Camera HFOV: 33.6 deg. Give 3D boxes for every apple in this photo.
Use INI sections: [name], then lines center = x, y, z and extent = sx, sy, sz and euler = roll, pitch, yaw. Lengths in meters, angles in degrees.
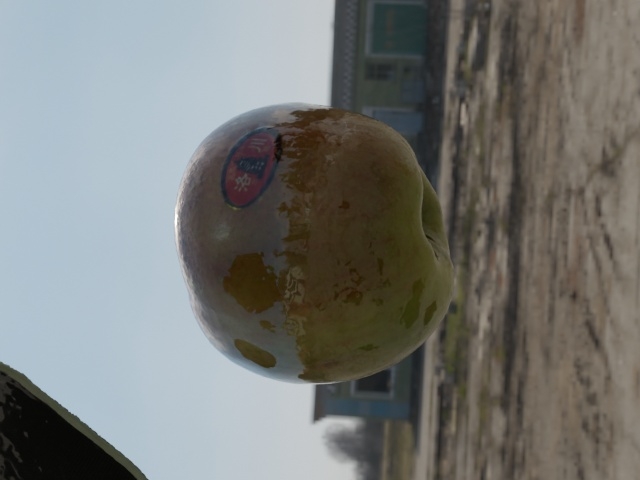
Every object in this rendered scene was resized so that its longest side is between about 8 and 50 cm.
[apple]
center = 0.000, 0.000, 1.258
extent = 0.338, 0.305, 0.338
euler = -1, -90, -73

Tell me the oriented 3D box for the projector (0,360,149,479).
[projector]
center = -0.310, 0.280, 0.876
extent = 0.249, 0.248, 0.248
euler = -48, 6, 15
